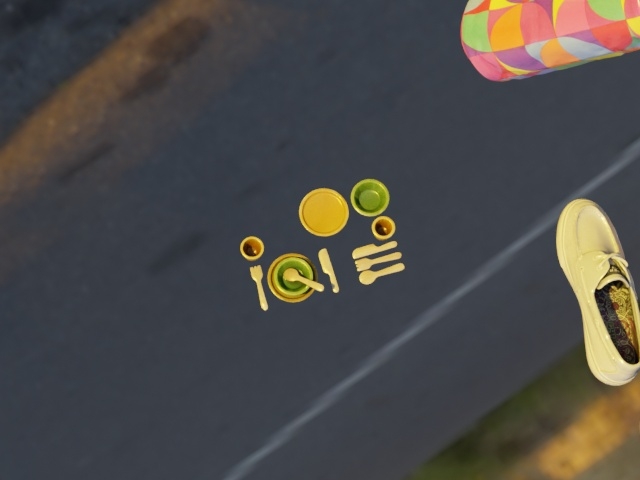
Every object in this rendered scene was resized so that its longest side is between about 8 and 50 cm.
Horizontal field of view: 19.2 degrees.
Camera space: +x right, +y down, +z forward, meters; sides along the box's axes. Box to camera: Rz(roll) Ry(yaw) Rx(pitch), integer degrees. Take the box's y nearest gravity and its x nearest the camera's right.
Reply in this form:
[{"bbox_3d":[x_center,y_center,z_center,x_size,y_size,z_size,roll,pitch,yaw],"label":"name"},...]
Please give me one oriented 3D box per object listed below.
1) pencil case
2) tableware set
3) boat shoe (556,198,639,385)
[{"bbox_3d":[0.246,-0.216,1.797,0.236,0.104,0.104,-10,-175,45],"label":"pencil case"},{"bbox_3d":[0.000,0.000,1.819,0.154,0.104,0.024,-15,167,-5],"label":"tableware set"},{"bbox_3d":[0.269,0.043,1.788,0.066,0.184,0.063,1,161,-15],"label":"boat shoe"}]
